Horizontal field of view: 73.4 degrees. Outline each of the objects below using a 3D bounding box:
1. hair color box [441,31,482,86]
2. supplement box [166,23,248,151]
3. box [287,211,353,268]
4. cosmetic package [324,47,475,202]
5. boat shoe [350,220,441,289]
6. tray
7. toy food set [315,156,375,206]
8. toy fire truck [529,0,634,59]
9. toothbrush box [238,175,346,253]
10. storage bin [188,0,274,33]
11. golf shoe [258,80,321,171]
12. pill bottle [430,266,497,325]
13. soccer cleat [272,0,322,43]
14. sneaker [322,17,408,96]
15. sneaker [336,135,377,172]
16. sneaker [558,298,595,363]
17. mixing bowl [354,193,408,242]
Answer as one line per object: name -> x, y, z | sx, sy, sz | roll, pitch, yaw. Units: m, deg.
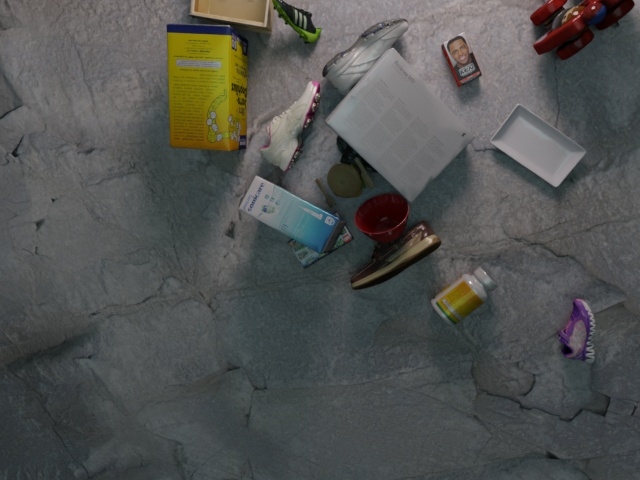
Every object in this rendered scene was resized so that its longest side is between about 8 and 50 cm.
hair color box -> 0.437, -0.558, 1.332 | 0.072, 0.043, 0.141 | -26, 99, 13
supplement box -> -0.349, -0.470, 1.361 | 0.196, 0.194, 0.355 | 5, 105, 5
box -> 0.000, 0.000, 1.515 | 0.207, 0.036, 0.114 | -31, 98, 9
cosmetic package -> 0.245, -0.347, 1.335 | 0.377, 0.097, 0.284 | 40, 103, -17
boat shoe -> 0.239, 0.051, 1.484 | 0.342, 0.123, 0.123 | -34, 68, 17
tray -> 0.692, -0.302, 1.376 | 0.271, 0.030, 0.145 | 34, 104, -3
toy food set -> 0.084, -0.199, 1.451 | 0.192, 0.038, 0.132 | -21, 107, 35
toy fire truck -> 0.741, -0.641, 1.168 | 0.302, 0.254, 0.169 | -40, 97, 14
toothbrush box -> -0.081, -0.080, 1.390 | 0.296, 0.216, 0.126 | 29, 95, 8
storage bin -> -0.261, -0.796, 1.305 | 0.261, 0.123, 0.261 | 11, 106, 3
golf shoe -> -0.100, -0.383, 1.401 | 0.140, 0.115, 0.306 | 26, 104, 3
pill bottle -> 0.494, 0.188, 1.477 | 0.208, 0.117, 0.117 | -43, 96, 13
soccer cleat -> -0.072, -0.689, 1.325 | 0.179, 0.060, 0.072 | 34, 94, -34
sneaker -> 0.150, -0.574, 1.343 | 0.297, 0.111, 0.129 | -35, 118, 14
sneaker -> 0.129, -0.288, 1.429 | 0.171, 0.051, 0.089 | 16, 110, 5
sneaker -> 0.880, 0.316, 1.485 | 0.105, 0.095, 0.236 | -5, 105, 15
mixing bowl -> 0.215, -0.059, 1.433 | 0.182, 0.181, 0.098 | -19, 133, 10
